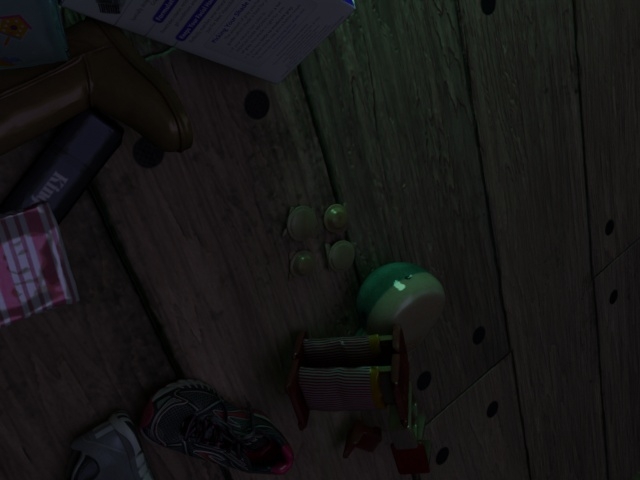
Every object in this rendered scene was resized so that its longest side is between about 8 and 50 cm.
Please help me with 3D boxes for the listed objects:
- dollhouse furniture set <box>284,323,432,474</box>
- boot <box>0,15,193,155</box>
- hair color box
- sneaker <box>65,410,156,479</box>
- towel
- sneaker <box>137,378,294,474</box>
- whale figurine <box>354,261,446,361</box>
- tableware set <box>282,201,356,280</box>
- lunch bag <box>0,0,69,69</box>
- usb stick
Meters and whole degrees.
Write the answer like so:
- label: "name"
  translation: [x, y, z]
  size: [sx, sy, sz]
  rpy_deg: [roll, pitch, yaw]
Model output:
- label: "dollhouse furniture set"
  translation: [0.087, 0.342, 1.146]
  size: [0.152, 0.201, 0.374]
  rpy_deg: [-77, 155, -53]
- label: "boot"
  translation: [-0.330, -0.149, 0.738]
  size: [0.270, 0.089, 0.236]
  rpy_deg: [-35, 78, -27]
- label: "hair color box"
  translation: [-0.141, -0.341, 0.786]
  size: [0.339, 0.185, 0.110]
  rpy_deg: [7, 60, -44]
- label: "sneaker"
  translation: [-0.330, 0.391, 0.944]
  size: [0.132, 0.086, 0.228]
  rpy_deg: [-23, 105, -26]
- label: "towel"
  translation: [-0.417, 0.045, 0.750]
  size: [0.197, 0.029, 0.144]
  rpy_deg: [-20, 109, -27]
- label: "sneaker"
  translation: [-0.167, 0.323, 1.022]
  size: [0.299, 0.112, 0.120]
  rpy_deg: [28, 85, -38]
- label: "whale figurine"
  translation: [0.147, 0.157, 1.224]
  size: [0.216, 0.141, 0.272]
  rpy_deg: [-23, 139, -25]
- label: "tableware set"
  translation: [0.000, 0.000, 1.119]
  size: [0.169, 0.020, 0.141]
  rpy_deg: [-9, 106, -34]
- label: "lunch bag"
  translation: [-0.390, -0.289, 0.601]
  size: [0.224, 0.160, 0.262]
  rpy_deg: [-12, 137, -15]
- label: "usb stick"
  translation: [-0.369, -0.059, 0.804]
  size: [0.077, 0.045, 0.278]
  rpy_deg: [41, 77, -36]
